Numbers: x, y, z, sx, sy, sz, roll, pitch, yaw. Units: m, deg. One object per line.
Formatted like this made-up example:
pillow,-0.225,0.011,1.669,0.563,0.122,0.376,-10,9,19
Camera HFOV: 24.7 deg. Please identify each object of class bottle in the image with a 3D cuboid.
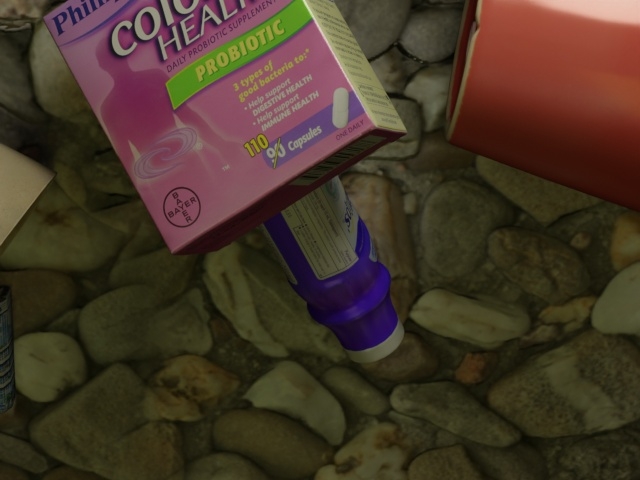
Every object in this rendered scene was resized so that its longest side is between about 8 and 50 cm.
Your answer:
bottle,0.000,0.000,1.448,0.092,0.118,0.283,-23,121,9

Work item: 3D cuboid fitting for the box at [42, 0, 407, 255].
box,-0.082,-0.144,1.280,0.213,0.117,0.243,-31,83,15

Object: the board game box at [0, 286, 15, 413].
board game box,-0.419,0.100,1.512,0.194,0.060,0.194,1,123,-5

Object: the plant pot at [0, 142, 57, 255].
plant pot,-0.428,-0.037,1.336,0.274,0.256,0.256,35,114,-8

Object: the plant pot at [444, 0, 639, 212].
plant pot,0.246,-0.159,1.297,0.243,0.275,0.275,10,122,0
